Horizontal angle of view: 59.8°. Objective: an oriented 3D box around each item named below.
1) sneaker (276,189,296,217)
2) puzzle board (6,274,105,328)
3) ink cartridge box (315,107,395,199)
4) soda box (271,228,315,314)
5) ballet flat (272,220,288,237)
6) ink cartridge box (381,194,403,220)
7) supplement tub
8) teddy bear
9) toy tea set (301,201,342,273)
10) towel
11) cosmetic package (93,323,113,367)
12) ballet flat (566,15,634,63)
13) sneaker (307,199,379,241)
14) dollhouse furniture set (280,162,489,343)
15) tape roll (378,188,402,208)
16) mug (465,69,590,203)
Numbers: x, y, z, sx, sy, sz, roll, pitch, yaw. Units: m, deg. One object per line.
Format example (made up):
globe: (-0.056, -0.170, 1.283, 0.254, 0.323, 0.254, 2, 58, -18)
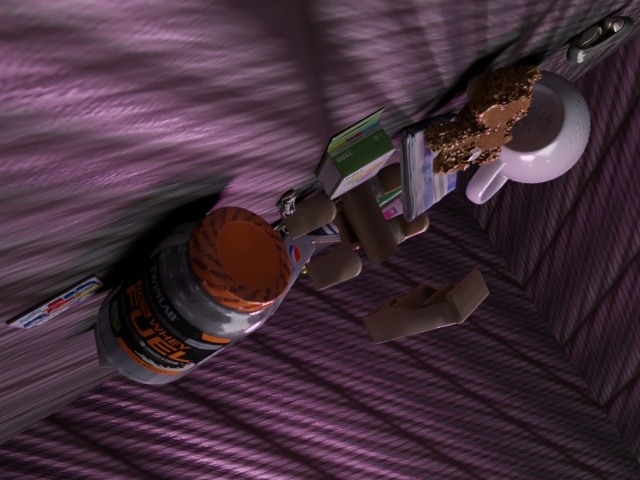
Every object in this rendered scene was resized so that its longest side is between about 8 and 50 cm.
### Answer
sneaker: (-0.061, -0.072, 1.111, 0.032, 0.037, 0.083, -29, 174, -21)
puzzle board: (-0.380, 0.093, 0.813, 0.128, 0.011, 0.096, -31, 176, -16)
ink cartridge box: (0.063, -0.146, 0.985, 0.109, 0.062, 0.209, -31, 175, -12)
soda box: (-0.117, 0.071, 1.344, 0.098, 0.091, 0.286, -21, -159, 32)
ballet flat: (-0.097, -0.027, 1.352, 0.114, 0.041, 0.041, -33, 176, 5)
ink cartridge box: (0.228, -0.075, 2.045, 0.176, 0.069, 0.371, -30, 173, -44)
supplement tub: (-0.198, 0.088, 0.860, 0.316, 0.193, 0.194, -37, 174, 39)
teddy bear: (0.325, -0.245, 1.153, 0.245, 0.113, 0.338, -23, 162, 8)
toy tea set: (0.000, 0.000, 1.827, 0.200, 0.124, 0.336, -29, 175, -43)
towel: (0.265, -0.180, 1.318, 0.034, 0.209, 0.285, 9, -156, 33)
cosmetic package: (-0.346, 0.208, 1.189, 0.238, 0.107, 0.127, -2, -173, 18)
ballet flat: (0.735, -0.540, 1.449, 0.213, 0.072, 0.068, -35, 146, -6)
sneaker: (0.049, -0.078, 1.621, 0.282, 0.153, 0.099, -1, -166, 26)
dollhouse furniture set: (0.175, 0.012, 1.307, 0.256, 0.394, 0.362, -24, -178, 39)
tape roll: (0.253, -0.184, 1.924, 0.321, 0.077, 0.321, -32, 177, -2)
mug: (0.505, -0.250, 1.419, 0.374, 0.276, 0.328, -54, 163, 17)
